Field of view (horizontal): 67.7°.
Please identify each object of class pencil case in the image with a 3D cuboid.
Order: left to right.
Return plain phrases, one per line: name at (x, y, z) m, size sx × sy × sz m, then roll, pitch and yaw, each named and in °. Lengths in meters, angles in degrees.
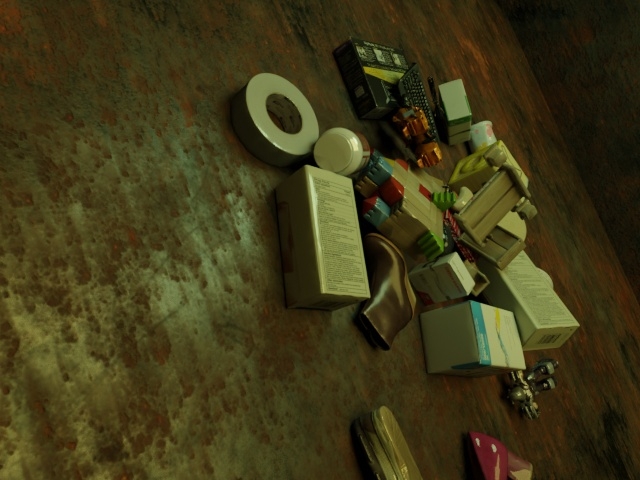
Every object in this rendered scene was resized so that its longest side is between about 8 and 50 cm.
pencil case at (0.670, -0.342, 1.922) m, size 0.124 × 0.113 × 0.273 m, roll 23°, pitch 53°, yaw -59°

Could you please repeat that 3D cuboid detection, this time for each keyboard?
keyboard at (0.355, -0.446, 1.606) m, size 0.201 × 0.033 × 0.317 m, roll -53°, pitch 134°, yaw -27°

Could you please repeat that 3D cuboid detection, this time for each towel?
towel at (0.508, -0.018, 1.642) m, size 0.275 × 0.031 × 0.199 m, roll 55°, pitch 38°, yaw -15°

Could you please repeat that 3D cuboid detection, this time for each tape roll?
tape roll at (-0.108, -0.292, 1.163) m, size 0.219 × 0.072 × 0.219 m, roll 21°, pitch 57°, yaw -36°

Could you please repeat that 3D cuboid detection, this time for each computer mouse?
computer mouse at (0.392, -0.060, 1.506) m, size 0.071 × 0.041 × 0.242 m, roll 4°, pitch 82°, yaw -10°

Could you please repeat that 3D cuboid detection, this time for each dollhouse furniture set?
dollhouse furniture set at (0.417, -0.066, 1.356) m, size 0.355 × 0.303 × 0.174 m, roll 42°, pitch 2°, yaw -38°

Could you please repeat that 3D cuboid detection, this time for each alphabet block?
alphabet block at (0.614, -0.212, 1.743) m, size 0.197 × 0.193 × 0.192 m, roll 50°, pitch 43°, yaw -14°

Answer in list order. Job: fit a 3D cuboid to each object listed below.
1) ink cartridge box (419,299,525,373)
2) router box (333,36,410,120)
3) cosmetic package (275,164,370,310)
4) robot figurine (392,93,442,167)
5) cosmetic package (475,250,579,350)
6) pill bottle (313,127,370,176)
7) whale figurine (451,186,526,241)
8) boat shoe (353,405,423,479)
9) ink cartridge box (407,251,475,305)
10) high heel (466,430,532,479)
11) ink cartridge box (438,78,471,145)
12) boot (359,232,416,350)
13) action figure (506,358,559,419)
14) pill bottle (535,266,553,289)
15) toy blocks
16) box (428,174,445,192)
ink cartridge box at (0.421, 0.281, 1.323) m, size 0.232 × 0.171 × 0.168 m, roll 17°, pitch 59°, yaw -38°
router box at (0.205, -0.523, 1.577) m, size 0.308 × 0.081 × 0.243 m, roll -12°, pitch 80°, yaw -47°
cosmetic package at (0.000, 0.000, 1.082) m, size 0.153 × 0.129 × 0.296 m, roll 12°, pitch 63°, yaw -39°
robot figurine at (0.282, -0.323, 1.419) m, size 0.211 × 0.085 × 0.291 m, roll 60°, pitch 12°, yaw -20°
cosmetic package at (0.610, 0.172, 1.451) m, size 0.160 × 0.113 × 0.309 m, roll 1°, pitch 42°, yaw -18°
pill bottle at (0.052, -0.220, 1.193) m, size 0.121 × 0.121 × 0.216 m, roll 61°, pitch 17°, yaw -2°
whale figurine at (0.551, -0.059, 1.607) m, size 0.272 × 0.141 × 0.216 m, roll 34°, pitch 62°, yaw -1°
boat shoe at (0.153, 0.502, 1.011) m, size 0.103 × 0.092 × 0.285 m, roll -2°, pitch 68°, yaw -65°
ink cartridge box at (0.338, 0.109, 1.340) m, size 0.063 × 0.150 × 0.109 m, roll -38°, pitch 99°, yaw -43°
high heel at (0.398, 0.680, 1.185) m, size 0.181 × 0.127 × 0.377 m, roll 29°, pitch 50°, yaw 5°
ink cartridge box at (0.498, -0.469, 1.768) m, size 0.208 × 0.086 × 0.153 m, roll 44°, pitch 34°, yaw -68°
boot at (0.151, 0.122, 1.196) m, size 0.248 × 0.090 × 0.207 m, roll 59°, pitch 40°, yaw -10°
action figure at (0.676, 0.471, 1.541) m, size 0.285 × 0.099 × 0.185 m, roll -5°, pitch 81°, yaw -42°
pill bottle at (0.688, 0.227, 1.620) m, size 0.161 × 0.161 × 0.283 m, roll 53°, pitch 43°, yaw -11°
toy blocks at (0.211, -0.128, 1.310) m, size 0.261 × 0.191 × 0.381 m, roll 39°, pitch 34°, yaw -13°
box at (0.375, -0.125, 1.591) m, size 0.164 × 0.021 × 0.201 m, roll 12°, pitch 62°, yaw -41°
